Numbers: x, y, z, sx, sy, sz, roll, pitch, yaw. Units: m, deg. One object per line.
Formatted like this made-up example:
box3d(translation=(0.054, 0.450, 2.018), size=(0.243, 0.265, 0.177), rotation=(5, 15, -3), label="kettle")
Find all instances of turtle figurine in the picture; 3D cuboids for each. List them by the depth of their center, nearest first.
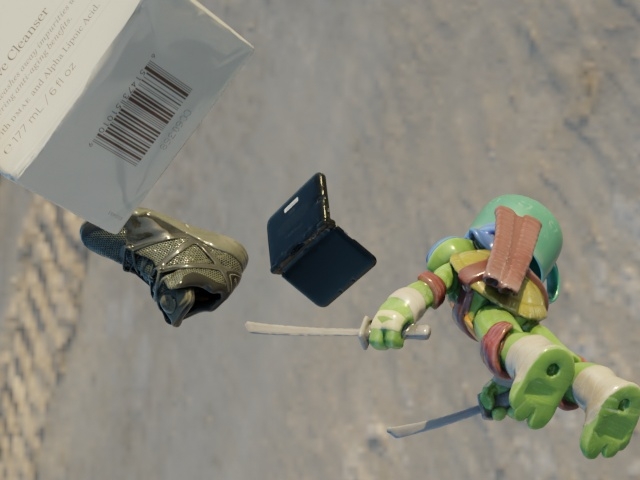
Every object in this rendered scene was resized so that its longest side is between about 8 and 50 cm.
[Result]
box3d(translation=(0.131, 0.119, 1.418), size=(0.266, 0.274, 0.198), rotation=(37, 156, 57), label="turtle figurine")

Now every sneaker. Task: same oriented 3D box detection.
box3d(translation=(-0.219, 0.034, 2.137), size=(0.130, 0.227, 0.087), rotation=(-70, -3, -46), label="sneaker")

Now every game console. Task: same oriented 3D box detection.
box3d(translation=(0.000, 0.000, 1.840), size=(0.122, 0.071, 0.107), rotation=(-42, 44, 45), label="game console")

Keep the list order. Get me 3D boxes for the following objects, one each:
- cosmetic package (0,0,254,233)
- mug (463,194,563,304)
box3d(translation=(-0.267, -0.204, 1.457), size=(0.385, 0.156, 0.217), rotation=(38, 93, 35), label="cosmetic package")
box3d(translation=(0.280, 0.008, 2.308), size=(0.097, 0.129, 0.158), rotation=(-55, -33, -33), label="mug")
